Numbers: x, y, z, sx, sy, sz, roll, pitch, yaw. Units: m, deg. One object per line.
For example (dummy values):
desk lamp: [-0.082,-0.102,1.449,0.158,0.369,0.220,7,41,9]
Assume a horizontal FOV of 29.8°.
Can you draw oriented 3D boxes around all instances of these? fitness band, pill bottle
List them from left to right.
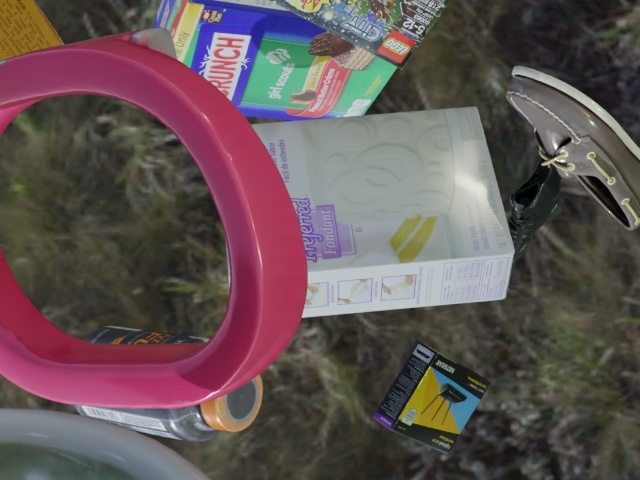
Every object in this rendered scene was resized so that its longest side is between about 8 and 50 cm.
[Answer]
fitness band: [-0.129,-0.007,0.687,0.290,0.054,0.209,-4,106,41]
pill bottle: [-0.191,0.182,1.516,0.245,0.130,0.131,3,93,37]

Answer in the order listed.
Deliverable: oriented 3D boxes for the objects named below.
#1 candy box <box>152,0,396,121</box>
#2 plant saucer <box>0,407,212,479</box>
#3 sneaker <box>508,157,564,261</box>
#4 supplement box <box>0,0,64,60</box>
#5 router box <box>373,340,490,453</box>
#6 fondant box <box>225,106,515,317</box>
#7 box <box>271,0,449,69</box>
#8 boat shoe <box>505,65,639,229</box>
candy box: [-0.059,-0.278,1.650,0.268,0.317,0.122,128,144,-61]
plant saucer: [-0.206,0.241,0.537,0.400,0.400,0.101,19,132,38]
sneaker: [0.308,-0.042,1.823,0.170,0.089,0.051,-47,47,10]
supplement box: [-0.303,-0.108,0.953,0.078,0.233,0.080,-6,131,39]
router box: [0.170,0.239,1.810,0.046,0.179,0.133,31,90,40]
fondant box: [0.047,-0.035,1.454,0.096,0.330,0.238,88,175,-52]
box: [0.029,-0.295,1.230,0.159,0.233,0.044,-55,23,29]
boat shoe: [0.362,-0.124,1.652,0.097,0.324,0.116,-57,34,0]
